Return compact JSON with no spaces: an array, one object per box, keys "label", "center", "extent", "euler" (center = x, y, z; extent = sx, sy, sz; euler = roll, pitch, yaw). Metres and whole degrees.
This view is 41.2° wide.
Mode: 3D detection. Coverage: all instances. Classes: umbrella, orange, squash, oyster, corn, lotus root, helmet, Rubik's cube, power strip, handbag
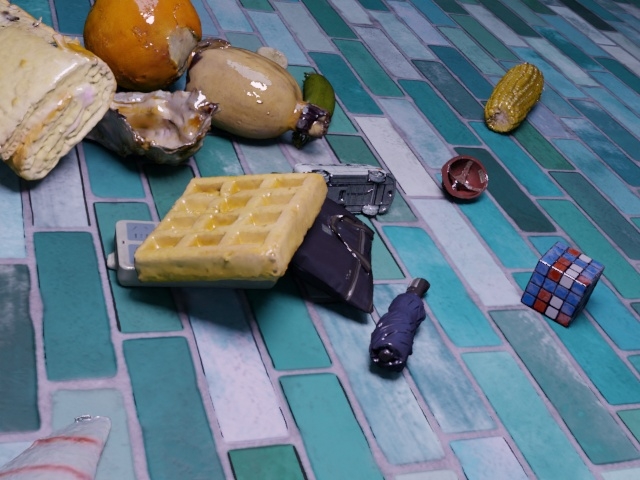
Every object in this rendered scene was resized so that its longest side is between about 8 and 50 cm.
[{"label":"umbrella","center":[0.122,0.117,1.294],"extent":[0.070,0.071,0.248],"euler":[20,30,6]},{"label":"orange","center":[-0.360,-0.417,1.721],"extent":[0.239,0.240,0.240],"euler":[11,34,-7]},{"label":"squash","center":[-0.008,-0.291,1.826],"extent":[0.071,0.080,0.318],"euler":[46,26,-24]},{"label":"oyster","center":[-0.350,-0.217,1.516],"extent":[0.336,0.133,0.198],"euler":[16,23,12]},{"label":"corn","center":[0.475,-0.355,2.082],"extent":[0.115,0.115,0.318],"euler":[25,35,13]},{"label":"lotus root","center":[-0.123,-0.278,1.672],"extent":[0.309,0.183,0.183],"euler":[23,34,6]},{"label":"helmet","center":[0.272,-0.120,1.696],"extent":[0.111,0.057,0.089],"euler":[-11,84,-28]},{"label":"Rubik's cube","center":[0.409,0.073,1.440],"extent":[0.092,0.092,0.092],"euler":[31,36,23]},{"label":"power strip","center":[-0.189,0.023,1.312],"extent":[0.270,0.046,0.118],"euler":[3,35,-20]},{"label":"handbag","center":[0.000,0.000,1.364],"extent":[0.211,0.089,0.254],"euler":[28,28,-14]}]

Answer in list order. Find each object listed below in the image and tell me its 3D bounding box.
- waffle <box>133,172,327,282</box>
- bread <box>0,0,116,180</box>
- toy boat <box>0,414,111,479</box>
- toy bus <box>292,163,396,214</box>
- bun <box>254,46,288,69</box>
[{"label":"waffle","center":[-0.125,-0.024,1.242],"extent":[0.221,0.055,0.248],"euler":[-2,31,20]},{"label":"bread","center":[-0.532,-0.279,1.425],"extent":[0.375,0.165,0.237],"euler":[34,80,31]},{"label":"toy boat","center":[-0.291,0.268,0.893],"extent":[0.206,0.096,0.282],"euler":[-3,26,-2]},{"label":"toy bus","center":[0.037,-0.097,1.548],"extent":[0.193,0.087,0.089],"euler":[-2,28,-23]},{"label":"bun","center":[-0.118,-0.406,1.964],"extent":[0.086,0.055,0.086],"euler":[17,42,-16]}]
